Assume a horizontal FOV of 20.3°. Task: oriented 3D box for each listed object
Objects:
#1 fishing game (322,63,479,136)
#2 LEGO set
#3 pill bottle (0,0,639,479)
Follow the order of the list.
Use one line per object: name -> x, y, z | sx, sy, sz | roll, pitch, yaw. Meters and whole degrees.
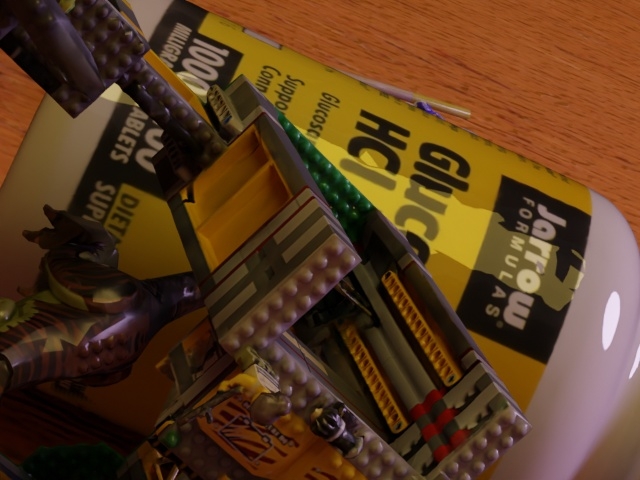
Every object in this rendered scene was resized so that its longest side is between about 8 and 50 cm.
fishing game -> 0.080, -0.036, 1.041 | 0.189, 0.041, 0.264 | 16, 26, -20
LEGO set -> -0.095, 0.024, 0.573 | 0.331, 0.255, 0.192 | 53, 3, -25
pill bottle -> 0.022, 0.032, 0.814 | 0.334, 0.188, 0.188 | 24, 27, -4
